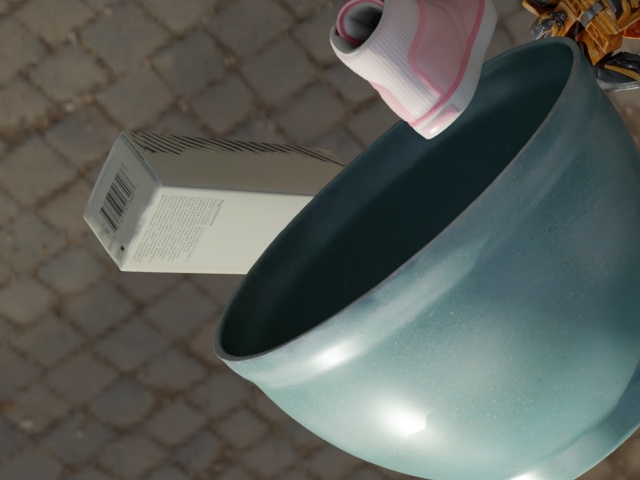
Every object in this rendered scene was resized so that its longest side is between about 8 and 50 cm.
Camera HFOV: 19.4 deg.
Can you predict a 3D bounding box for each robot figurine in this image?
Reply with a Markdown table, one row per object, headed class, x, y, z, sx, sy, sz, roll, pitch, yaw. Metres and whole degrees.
| class | x | y | z | sx | sy | sz | roll | pitch | yaw |
| --- | --- | --- | --- | --- | --- | --- | --- | --- | --- |
| robot figurine | 0.314 | -0.263 | 1.799 | 0.291 | 0.211 | 0.085 | -30 | 165 | -30 |

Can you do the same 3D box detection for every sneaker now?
| class | x | y | z | sx | sy | sz | roll | pitch | yaw |
| --- | --- | --- | --- | --- | --- | --- | --- | --- | --- |
| sneaker | 0.045 | -0.108 | 0.927 | 0.070 | 0.134 | 0.051 | 39 | 119 | -13 |

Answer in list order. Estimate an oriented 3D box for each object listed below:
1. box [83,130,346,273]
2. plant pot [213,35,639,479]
| class | x | y | z | sx | sy | sz | roll | pitch | yaw |
| --- | --- | --- | --- | --- | --- | --- | --- | --- | --- |
| box | -0.091 | -0.035 | 1.887 | 0.275 | 0.094 | 0.113 | 4 | 125 | -42 |
| plant pot | 0.106 | 0.041 | 1.180 | 0.293 | 0.293 | 0.196 | -38 | 103 | 18 |
